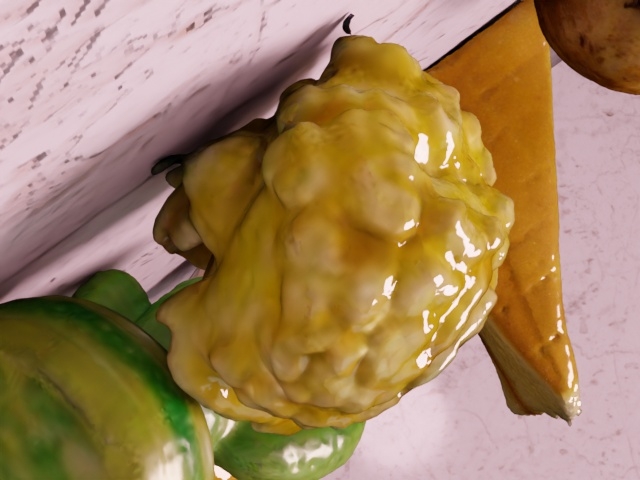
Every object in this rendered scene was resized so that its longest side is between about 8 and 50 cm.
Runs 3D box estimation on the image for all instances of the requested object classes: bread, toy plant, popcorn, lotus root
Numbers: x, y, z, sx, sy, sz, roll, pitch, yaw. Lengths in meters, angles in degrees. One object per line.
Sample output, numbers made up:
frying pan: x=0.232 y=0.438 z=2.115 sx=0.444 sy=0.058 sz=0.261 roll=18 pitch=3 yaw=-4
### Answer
bread: x=0.212 y=-0.019 z=1.117 sx=0.245 sy=0.361 sz=0.233 roll=-34 pitch=178 yaw=1
toy plant: x=-0.108 y=0.104 z=0.694 sx=0.316 sy=0.224 sz=0.184 roll=-20 pitch=137 yaw=-64
popcorn: x=0.001 y=0.000 z=0.578 sx=0.189 sy=0.169 sz=0.218 roll=-30 pitch=-160 yaw=26
lotus root: x=0.223 y=-0.179 z=0.730 sx=0.169 sy=0.141 sz=0.314 roll=-34 pitch=-172 yaw=7

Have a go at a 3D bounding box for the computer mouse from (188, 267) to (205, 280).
computer mouse: x=-0.059 y=0.014 z=1.166 sx=0.236 sy=0.082 sz=0.145 roll=-35 pitch=179 yaw=18

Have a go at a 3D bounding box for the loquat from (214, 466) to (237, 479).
loquat: x=-0.150 y=0.171 z=0.949 sx=0.244 sy=0.244 sz=0.244 roll=-37 pitch=178 yaw=-1
